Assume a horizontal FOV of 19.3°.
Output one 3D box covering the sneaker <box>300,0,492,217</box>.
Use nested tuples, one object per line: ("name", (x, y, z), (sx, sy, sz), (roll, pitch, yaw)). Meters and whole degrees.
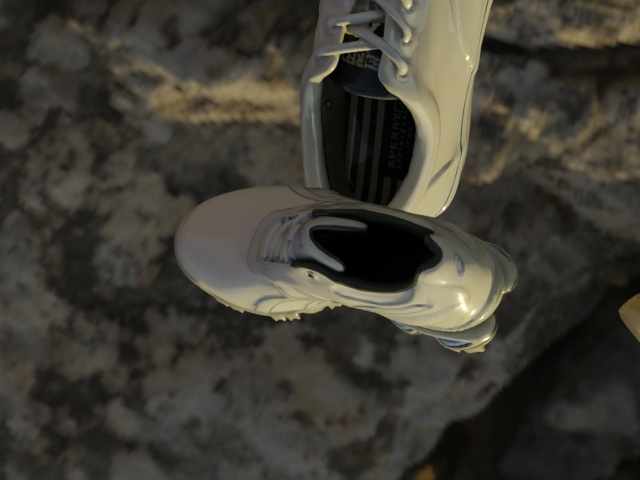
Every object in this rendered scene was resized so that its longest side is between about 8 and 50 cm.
("sneaker", (0.038, -0.110, 0.903), (0.094, 0.091, 0.258), (8, 119, 19))

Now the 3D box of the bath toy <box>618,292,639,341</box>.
("bath toy", (0.300, -0.057, 0.976), (0.151, 0.348, 0.129), (19, 150, 48))

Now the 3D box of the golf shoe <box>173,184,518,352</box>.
("golf shoe", (0.000, 0.000, 0.864), (0.176, 0.069, 0.086), (8, 165, 27))
